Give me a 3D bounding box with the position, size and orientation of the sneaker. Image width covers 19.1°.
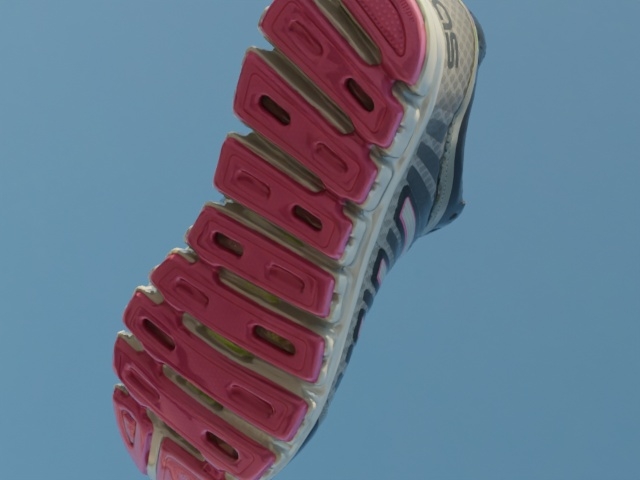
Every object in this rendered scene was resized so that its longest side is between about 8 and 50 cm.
[{"bbox_3d":[0.000,0.000,0.517,0.063,0.075,0.170,33,-64,21],"label":"sneaker"}]
